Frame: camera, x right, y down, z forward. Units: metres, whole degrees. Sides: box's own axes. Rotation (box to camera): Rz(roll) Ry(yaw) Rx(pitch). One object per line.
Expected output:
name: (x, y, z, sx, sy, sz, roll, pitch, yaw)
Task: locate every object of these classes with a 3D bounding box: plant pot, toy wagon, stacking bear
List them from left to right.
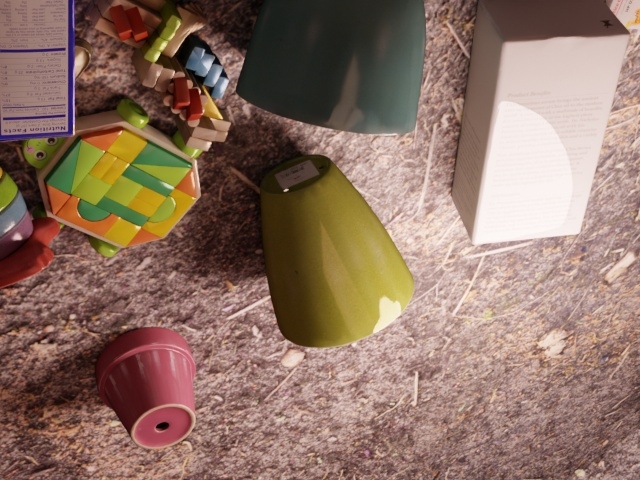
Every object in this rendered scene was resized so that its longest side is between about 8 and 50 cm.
stacking bear: (-0.549, -0.079, 1.574, 0.164, 0.175, 0.289, -24, 116, 4)
toy wagon: (-0.370, -0.112, 1.713, 0.344, 0.068, 0.267, 28, 113, -40)
plant pot: (-0.331, 0.303, 2.018, 0.201, 0.180, 0.201, -14, 133, -16)
plant pot: (0.000, 0.000, 1.886, 0.275, 0.275, 0.293, -25, 119, -4)
plant pot: (0.033, -0.320, 1.591, 0.293, 0.293, 0.235, 3, 111, -28)

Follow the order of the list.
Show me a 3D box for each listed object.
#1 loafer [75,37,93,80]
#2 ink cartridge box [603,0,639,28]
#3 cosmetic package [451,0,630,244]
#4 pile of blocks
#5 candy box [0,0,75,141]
loafer: (-0.409, -0.252, 1.585, 0.148, 0.050, 0.056, -41, 134, 12)
ink cartridge box: (0.562, -0.448, 1.877, 0.181, 0.061, 0.104, -3, 130, -23)
cosmetic package: (0.394, -0.220, 1.906, 0.230, 0.161, 0.453, -5, 132, -9)
pile of blocks: (-0.219, -0.275, 1.614, 0.149, 0.112, 0.362, -33, 135, 4)
candy box: (-0.396, -0.334, 1.366, 0.122, 0.268, 0.317, -3, 130, -19)
